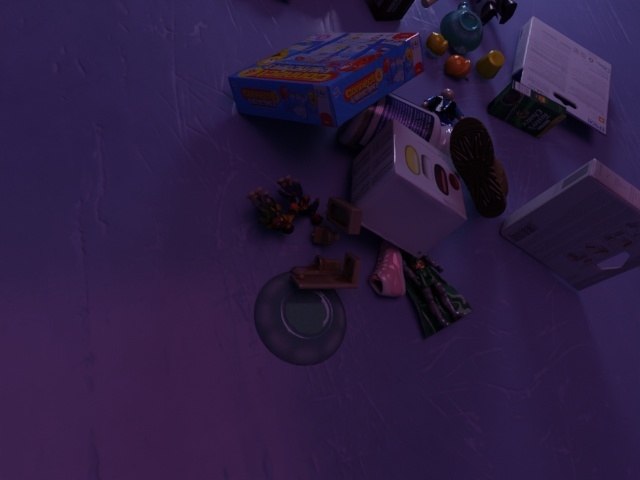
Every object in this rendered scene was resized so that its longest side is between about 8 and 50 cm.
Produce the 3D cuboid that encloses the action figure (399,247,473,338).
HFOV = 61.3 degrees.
[{"bbox_3d":[0.228,0.082,1.188,0.137,0.063,0.232,-23,74,-27],"label":"action figure"}]

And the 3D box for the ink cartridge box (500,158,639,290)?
[{"bbox_3d":[0.622,-0.024,1.266,0.261,0.296,0.066,35,57,-5],"label":"ink cartridge box"}]

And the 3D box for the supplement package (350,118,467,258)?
[{"bbox_3d":[0.184,-0.112,1.158,0.194,0.149,0.203,29,39,-20],"label":"supplement package"}]

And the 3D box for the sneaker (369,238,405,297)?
[{"bbox_3d":[0.137,0.058,1.161,0.070,0.051,0.134,0,71,-29],"label":"sneaker"}]

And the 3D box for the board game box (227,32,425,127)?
[{"bbox_3d":[0.012,-0.363,1.178,0.308,0.086,0.302,18,45,40],"label":"board game box"}]

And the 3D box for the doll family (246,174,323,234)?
[{"bbox_3d":[-0.064,-0.067,1.124,0.193,0.076,0.111,-31,76,-35],"label":"doll family"}]

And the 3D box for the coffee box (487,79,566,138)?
[{"bbox_3d":[0.583,-0.367,1.523,0.184,0.113,0.040,23,58,-14],"label":"coffee box"}]

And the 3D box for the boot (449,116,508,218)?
[{"bbox_3d":[0.377,-0.179,1.264,0.269,0.089,0.236,-38,113,-64],"label":"boot"}]

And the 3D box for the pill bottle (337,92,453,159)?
[{"bbox_3d":[0.187,-0.253,1.272,0.265,0.153,0.153,21,60,-13],"label":"pill bottle"}]

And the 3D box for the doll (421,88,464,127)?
[{"bbox_3d":[0.330,-0.336,1.437,0.129,0.046,0.189,20,53,-3],"label":"doll"}]

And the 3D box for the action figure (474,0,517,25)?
[{"bbox_3d":[0.514,-0.813,1.721,0.185,0.099,0.284,-4,64,-17],"label":"action figure"}]

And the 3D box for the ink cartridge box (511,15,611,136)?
[{"bbox_3d":[0.754,-0.503,1.689,0.324,0.071,0.330,27,62,-10],"label":"ink cartridge box"}]

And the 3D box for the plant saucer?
[{"bbox_3d":[-0.031,0.144,1.057,0.195,0.037,0.194,9,63,-18],"label":"plant saucer"}]

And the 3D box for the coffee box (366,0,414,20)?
[{"bbox_3d":[0.177,-0.766,1.521,0.098,0.141,0.246,-14,72,-29],"label":"coffee box"}]

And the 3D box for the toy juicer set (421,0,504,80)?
[{"bbox_3d":[0.384,-0.609,1.575,0.209,0.089,0.328,-18,82,-16],"label":"toy juicer set"}]

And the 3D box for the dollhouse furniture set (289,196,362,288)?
[{"bbox_3d":[0.000,0.000,1.073,0.123,0.144,0.151,1,106,-23],"label":"dollhouse furniture set"}]
